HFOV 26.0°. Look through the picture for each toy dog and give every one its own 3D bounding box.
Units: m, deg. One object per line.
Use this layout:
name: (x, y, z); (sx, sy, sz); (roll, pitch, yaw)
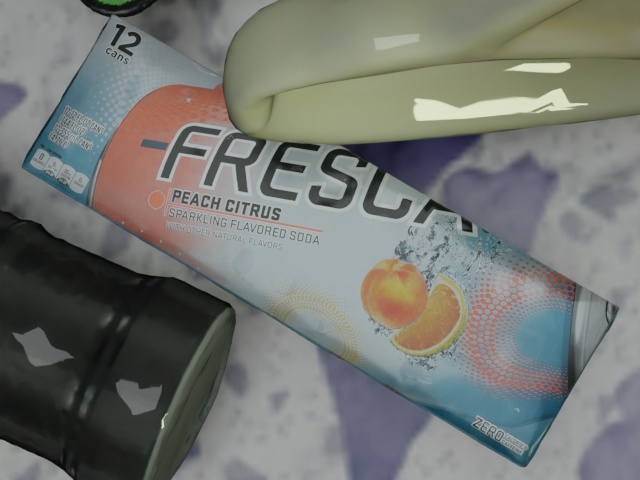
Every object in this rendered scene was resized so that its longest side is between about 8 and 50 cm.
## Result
toy dog: (0.136, -0.260, 0.345); (0.395, 0.284, 0.408); (-7, 84, -18)

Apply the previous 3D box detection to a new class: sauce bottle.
sauce bottle: (-0.195, -0.016, 0.441); (0.344, 0.111, 0.111); (21, 89, 7)

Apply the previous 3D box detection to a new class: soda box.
soda box: (0.000, 0.000, 0.447); (0.183, 0.063, 0.058); (30, 89, 6)

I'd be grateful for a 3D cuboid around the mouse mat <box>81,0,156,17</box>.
mouse mat: (-0.044, -0.180, 0.469); (0.190, 0.007, 0.152); (-40, 78, -7)
